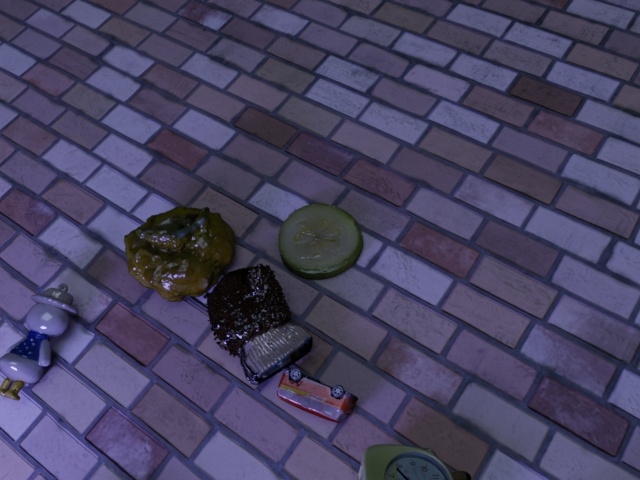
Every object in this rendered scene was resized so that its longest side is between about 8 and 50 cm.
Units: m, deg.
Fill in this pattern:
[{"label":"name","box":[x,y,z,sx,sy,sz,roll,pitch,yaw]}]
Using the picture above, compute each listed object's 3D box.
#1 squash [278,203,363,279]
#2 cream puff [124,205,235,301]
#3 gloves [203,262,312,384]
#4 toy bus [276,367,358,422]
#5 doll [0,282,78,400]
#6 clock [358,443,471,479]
[{"label":"squash","box":[-0.001,-0.003,1.585,0.219,0.041,0.219,-3,58,5]},{"label":"cream puff","box":[-0.356,0.011,1.543,0.281,0.185,0.282,-4,61,6]},{"label":"gloves","box":[-0.155,0.175,1.442,0.210,0.135,0.312,-42,59,-10]},{"label":"toy bus","box":[-0.009,0.340,1.356,0.174,0.079,0.077,18,71,17]},{"label":"doll","box":[-0.682,0.237,1.494,0.138,0.119,0.293,4,63,29]},{"label":"clock","box":[0.194,0.491,1.214,0.231,0.069,0.170,4,39,-4]}]
